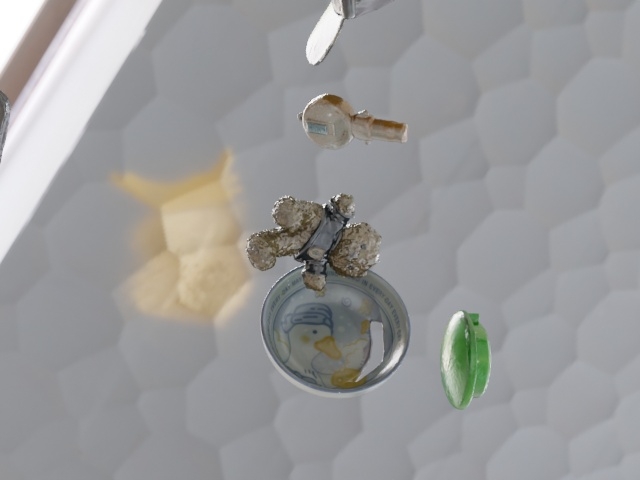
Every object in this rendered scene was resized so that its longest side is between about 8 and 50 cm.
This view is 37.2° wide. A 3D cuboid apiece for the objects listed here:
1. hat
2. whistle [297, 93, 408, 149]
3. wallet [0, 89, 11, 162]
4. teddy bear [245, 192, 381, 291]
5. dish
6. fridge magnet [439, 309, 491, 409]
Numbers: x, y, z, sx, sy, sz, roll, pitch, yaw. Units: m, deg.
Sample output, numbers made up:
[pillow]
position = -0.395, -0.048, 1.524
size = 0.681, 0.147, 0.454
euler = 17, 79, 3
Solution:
[hat]
position = 0.060, -0.500, 1.680
size = 0.381, 0.366, 0.257
euler = -9, -60, 54
[whistle]
position = 0.055, -0.211, 1.755
size = 0.220, 0.107, 0.057
euler = 12, 39, 21
[wallet]
position = -0.735, -0.297, 1.784
size = 0.377, 0.197, 0.051
euler = 35, 46, 4
[teddy bear]
position = -0.008, -0.012, 1.690
size = 0.251, 0.182, 0.129
euler = 19, 25, -30
[dish]
position = 0.023, 0.184, 1.756
size = 0.273, 0.273, 0.134
euler = 34, -31, 16
[fridge magnet]
position = 0.300, 0.250, 1.992
size = 0.088, 0.208, 0.208
euler = 3, 8, -6
